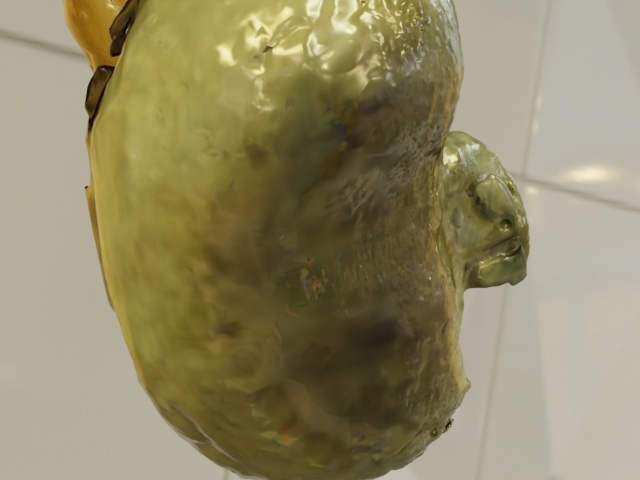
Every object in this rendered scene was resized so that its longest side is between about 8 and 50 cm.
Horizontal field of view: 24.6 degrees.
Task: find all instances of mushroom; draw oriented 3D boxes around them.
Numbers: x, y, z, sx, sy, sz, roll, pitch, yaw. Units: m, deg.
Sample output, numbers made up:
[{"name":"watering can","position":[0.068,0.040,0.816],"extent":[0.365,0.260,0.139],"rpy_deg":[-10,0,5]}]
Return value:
[{"name":"mushroom","position":[0.000,0.000,0.774],"extent":[0.247,0.344,0.130],"rpy_deg":[0,33,-8]}]

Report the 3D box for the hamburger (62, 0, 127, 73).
[{"name":"hamburger","position":[-0.088,-0.265,1.305],"extent":[0.284,0.305,0.174],"rpy_deg":[-1,5,3]}]
